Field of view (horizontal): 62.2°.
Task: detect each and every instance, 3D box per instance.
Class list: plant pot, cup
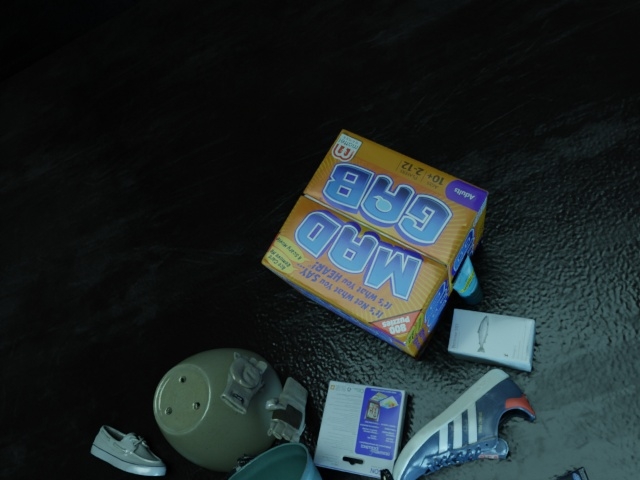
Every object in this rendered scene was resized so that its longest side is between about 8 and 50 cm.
[{"bbox_3d":[-0.095,0.612,1.133,0.293,0.293,0.196,-32,96,8],"label":"plant pot"},{"bbox_3d":[-0.293,0.427,1.383,0.331,0.237,0.331,-9,66,20],"label":"cup"}]

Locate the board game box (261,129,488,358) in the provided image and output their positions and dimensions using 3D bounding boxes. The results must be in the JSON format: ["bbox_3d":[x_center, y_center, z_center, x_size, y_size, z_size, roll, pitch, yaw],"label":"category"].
[{"bbox_3d":[0.147,0.026,1.265,0.356,0.356,0.356,27,81,21],"label":"board game box"}]

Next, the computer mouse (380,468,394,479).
[{"bbox_3d":[0.153,0.620,1.160,0.041,0.071,0.242,-10,89,-18],"label":"computer mouse"}]

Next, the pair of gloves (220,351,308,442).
[{"bbox_3d":[-0.133,0.387,1.309,0.042,0.240,0.204,-48,15,21],"label":"pair of gloves"}]

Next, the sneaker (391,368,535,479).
[{"bbox_3d":[0.318,0.444,1.160,0.350,0.131,0.148,-41,57,-4],"label":"sneaker"}]

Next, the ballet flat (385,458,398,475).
[{"bbox_3d":[0.209,0.596,1.190,0.079,0.077,0.221,-33,55,3],"label":"ballet flat"}]

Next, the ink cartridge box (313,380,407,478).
[{"bbox_3d":[0.098,0.458,1.293,0.206,0.045,0.208,0,61,27],"label":"ink cartridge box"}]

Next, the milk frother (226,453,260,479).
[{"bbox_3d":[-0.163,0.606,1.303,0.129,0.143,0.135,-32,57,-1],"label":"milk frother"}]

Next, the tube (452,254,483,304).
[{"bbox_3d":[0.347,0.103,1.262,0.052,0.207,0.080,17,77,29],"label":"tube"}]

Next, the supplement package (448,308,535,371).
[{"bbox_3d":[0.402,0.232,1.242,0.179,0.105,0.105,5,71,25],"label":"supplement package"}]

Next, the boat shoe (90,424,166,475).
[{"bbox_3d":[-0.538,0.592,1.506,0.267,0.096,0.088,5,75,34],"label":"boat shoe"}]

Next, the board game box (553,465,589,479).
[{"bbox_3d":[0.463,0.574,1.060,0.194,0.060,0.194,-13,56,5],"label":"board game box"}]
